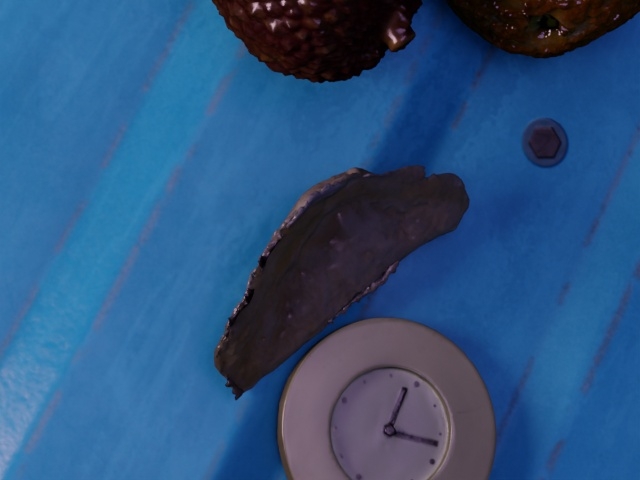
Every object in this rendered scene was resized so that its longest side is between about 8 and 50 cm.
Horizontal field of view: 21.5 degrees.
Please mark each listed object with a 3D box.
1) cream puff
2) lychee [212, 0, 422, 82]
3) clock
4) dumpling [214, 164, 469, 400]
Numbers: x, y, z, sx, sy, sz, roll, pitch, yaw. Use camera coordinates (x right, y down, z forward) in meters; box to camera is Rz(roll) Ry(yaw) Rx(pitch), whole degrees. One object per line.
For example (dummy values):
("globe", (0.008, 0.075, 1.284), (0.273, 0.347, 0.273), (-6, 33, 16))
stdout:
("cream puff", (0.242, -0.353, 1.757), (0.303, 0.212, 0.303), (3, 79, -14))
("lychee", (-0.009, -0.282, 1.664), (0.271, 0.236, 0.236), (40, 73, 8))
("clock", (0.069, 0.196, 1.734), (0.235, 0.029, 0.234), (3, 81, -17))
("dumpling", (-0.001, 0.001, 1.703), (0.332, 0.086, 0.166), (-39, 128, -18))
